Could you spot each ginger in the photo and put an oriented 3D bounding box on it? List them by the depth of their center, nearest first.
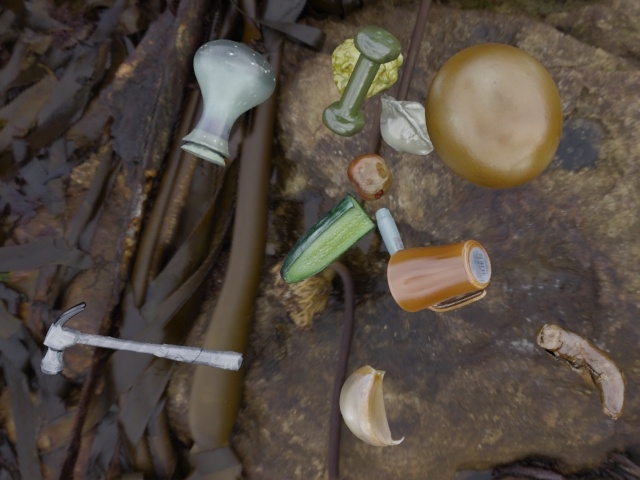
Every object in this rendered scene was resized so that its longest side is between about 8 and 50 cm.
[{"bbox_3d":[0.759,0.351,1.736,0.309,0.133,0.107,43,136,29],"label":"ginger"}]

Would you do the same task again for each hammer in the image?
[{"bbox_3d":[-0.367,0.242,1.311,0.426,0.044,0.152,17,96,-28],"label":"hammer"}]

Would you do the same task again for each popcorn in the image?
[{"bbox_3d":[0.142,-0.523,1.809,0.216,0.235,0.181,-27,107,-29],"label":"popcorn"}]

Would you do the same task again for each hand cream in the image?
[{"bbox_3d":[0.236,0.025,1.933,0.058,0.085,0.331,-8,46,-4],"label":"hand cream"}]

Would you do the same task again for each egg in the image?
[{"bbox_3d":[0.375,-0.269,1.323,0.282,0.283,0.351,-20,47,6],"label":"egg"}]

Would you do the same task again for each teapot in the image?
[{"bbox_3d":[-0.212,-0.296,1.317,0.183,0.183,0.251,22,90,8],"label":"teapot"}]

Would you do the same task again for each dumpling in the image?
[{"bbox_3d":[0.248,-0.352,1.799,0.147,0.193,0.258,-38,49,-3],"label":"dumpling"}]

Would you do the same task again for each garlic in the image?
[{"bbox_3d":[0.142,0.495,1.774,0.164,0.145,0.245,-16,92,-15],"label":"garlic"}]

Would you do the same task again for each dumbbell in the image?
[{"bbox_3d":[0.041,-0.166,0.641,0.046,0.052,0.118,39,134,12],"label":"dumbbell"}]

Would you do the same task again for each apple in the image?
[{"bbox_3d":[0.128,-0.165,1.562,0.102,0.126,0.126,-32,84,1],"label":"apple"}]

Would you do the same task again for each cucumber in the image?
[{"bbox_3d":[0.000,0.000,1.289,0.244,0.115,0.063,-41,52,19],"label":"cucumber"}]

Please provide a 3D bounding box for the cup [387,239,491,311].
[{"bbox_3d":[0.335,0.106,1.670,0.264,0.182,0.226,-18,125,43],"label":"cup"}]
